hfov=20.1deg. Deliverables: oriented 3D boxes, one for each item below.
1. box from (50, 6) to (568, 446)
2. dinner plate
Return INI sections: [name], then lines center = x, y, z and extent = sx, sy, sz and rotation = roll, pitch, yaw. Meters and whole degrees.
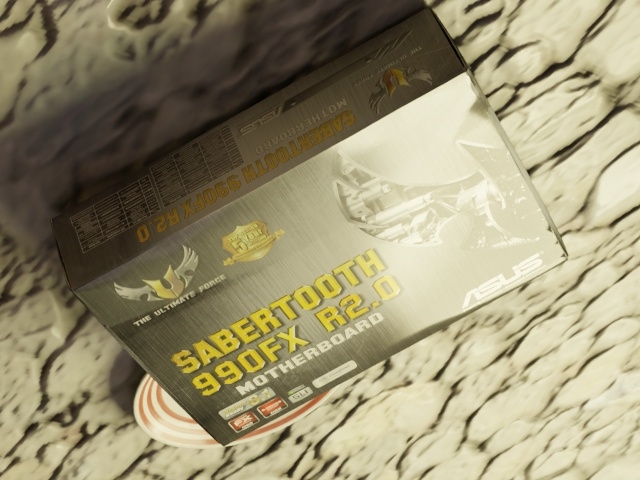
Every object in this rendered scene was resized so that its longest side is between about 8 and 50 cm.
[box]
center = 0.000, 0.000, 0.974
extent = 0.231, 0.056, 0.183
rotation = -29, 140, 5
[dinner plate]
center = -0.048, 0.081, 1.106
extent = 0.141, 0.017, 0.141
rotation = -14, 144, -10
